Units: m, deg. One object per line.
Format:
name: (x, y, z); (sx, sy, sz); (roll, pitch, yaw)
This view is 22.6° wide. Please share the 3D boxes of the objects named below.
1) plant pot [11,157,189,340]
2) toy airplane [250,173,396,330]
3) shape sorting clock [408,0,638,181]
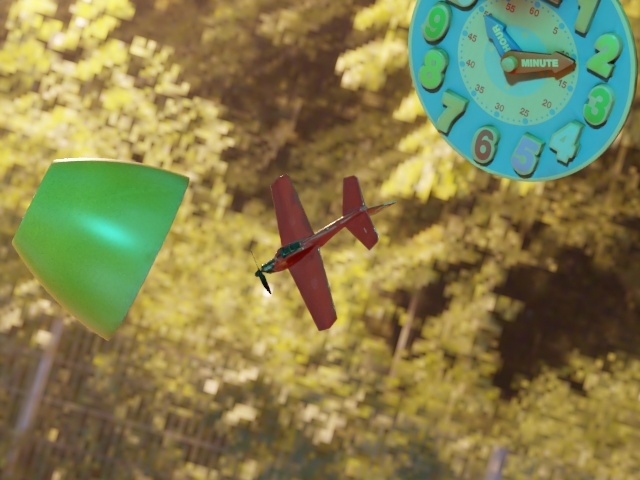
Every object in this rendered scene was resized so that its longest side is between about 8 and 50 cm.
plant pot: (-0.167, -0.008, 1.170); (0.095, 0.134, 0.134); (27, -5, -9)
toy airplane: (0.000, 0.000, 1.397); (0.151, 0.151, 0.028); (14, 1, 34)
shape sorting clock: (0.161, -0.147, 1.312); (0.206, 0.206, 0.040); (14, 22, 29)
